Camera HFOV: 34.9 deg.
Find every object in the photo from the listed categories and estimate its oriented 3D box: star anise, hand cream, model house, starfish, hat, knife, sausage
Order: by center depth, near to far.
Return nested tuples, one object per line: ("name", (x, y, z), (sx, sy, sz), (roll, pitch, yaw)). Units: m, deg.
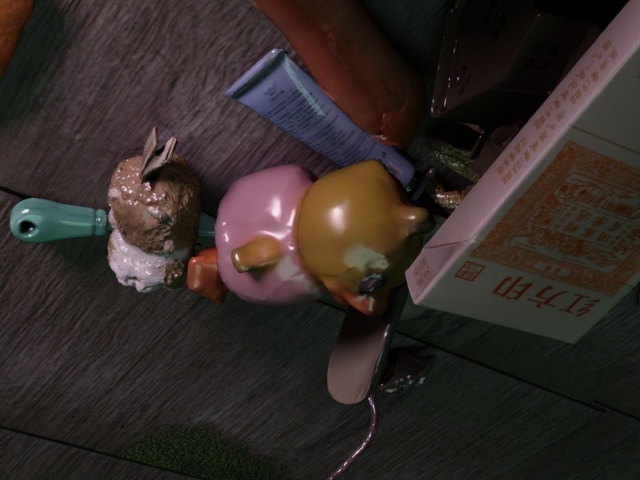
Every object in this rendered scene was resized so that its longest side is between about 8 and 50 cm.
("sausage", (-0.018, -0.238, 0.944), (0.094, 0.094, 0.419), (18, 158, 43))
("model house", (0.226, -0.130, 1.002), (0.211, 0.204, 0.243), (7, 134, -20))
("hand cream", (0.018, -0.117, 1.116), (0.256, 0.055, 0.088), (31, 134, -31))
("starfish", (0.239, -0.082, 1.172), (0.216, 0.071, 0.238), (-31, 139, 34))
("knife", (-0.235, -0.028, 1.216), (0.261, 0.034, 0.063), (-1, 126, -14))
("hat", (0.112, 0.090, 1.230), (0.149, 0.244, 0.214), (14, 155, -15))
("star anise", (0.051, 0.255, 1.435), (0.219, 0.227, 0.148), (-7, 147, 19))

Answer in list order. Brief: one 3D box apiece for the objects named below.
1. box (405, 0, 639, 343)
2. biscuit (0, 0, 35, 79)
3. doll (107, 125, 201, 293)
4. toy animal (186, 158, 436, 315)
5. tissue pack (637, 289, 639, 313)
("box", (0.255, -0.051, 0.900), (0.205, 0.051, 0.365), (15, 131, -27))
("biscuit", (-0.385, -0.213, 0.977), (0.186, 0.036, 0.192), (20, 132, -24))
("doll", (-0.189, -0.038, 1.140), (0.105, 0.115, 0.221), (23, 136, 22))
("toy animal", (0.001, -0.004, 1.124), (0.281, 0.168, 0.195), (2, -171, 35))
("tissue pack", (0.458, 0.084, 1.383), (0.042, 0.062, 0.083), (-4, 139, 7))
